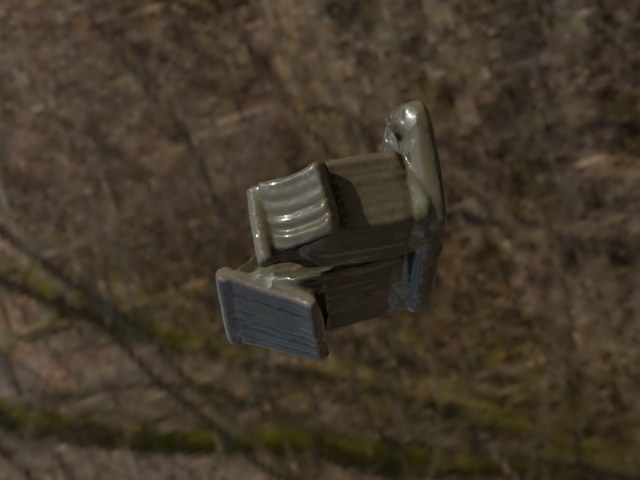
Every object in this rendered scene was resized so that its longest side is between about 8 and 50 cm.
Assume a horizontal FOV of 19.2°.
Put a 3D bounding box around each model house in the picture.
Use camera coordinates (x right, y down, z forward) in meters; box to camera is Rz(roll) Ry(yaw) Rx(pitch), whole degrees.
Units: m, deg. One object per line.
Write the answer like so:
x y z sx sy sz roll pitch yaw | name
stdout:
0.008 0.004 1.473 0.229 0.188 0.122 96 150 -56 | model house
